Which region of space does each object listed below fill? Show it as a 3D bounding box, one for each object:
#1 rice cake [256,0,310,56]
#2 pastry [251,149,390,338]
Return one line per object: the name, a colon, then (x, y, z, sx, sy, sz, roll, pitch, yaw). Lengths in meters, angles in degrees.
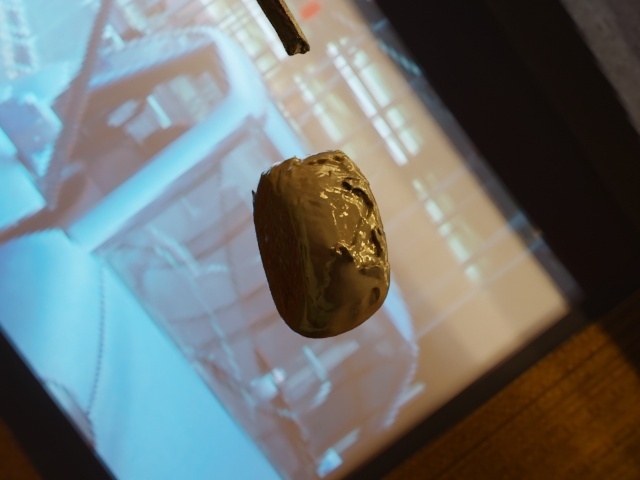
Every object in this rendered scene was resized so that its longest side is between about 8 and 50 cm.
rice cake: (-0.077, -0.338, 1.820, 0.207, 0.033, 0.033, 59, 17, -9)
pastry: (0.001, 0.002, 1.802, 0.265, 0.133, 0.264, 166, -90, -75)
